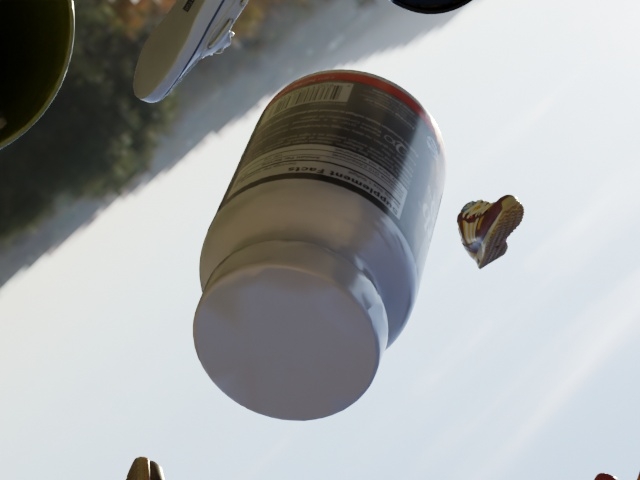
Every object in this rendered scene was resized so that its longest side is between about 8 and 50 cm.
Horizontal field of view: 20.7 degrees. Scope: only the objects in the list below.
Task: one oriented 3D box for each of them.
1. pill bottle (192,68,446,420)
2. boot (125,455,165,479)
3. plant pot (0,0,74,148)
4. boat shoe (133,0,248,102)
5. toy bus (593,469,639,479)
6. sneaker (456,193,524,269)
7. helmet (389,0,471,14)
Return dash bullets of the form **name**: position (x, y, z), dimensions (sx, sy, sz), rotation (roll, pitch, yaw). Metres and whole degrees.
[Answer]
- **pill bottle**: position (0.000, 0.000, 1.695), dimensions (0.210, 0.210, 0.363), rotation (-37, -162, 29)
- **boot**: position (-0.137, 0.381, 2.140), dimensions (0.248, 0.207, 0.090), rotation (-102, -148, -41)
- **plant pot**: position (-0.405, -0.205, 1.768), dimensions (0.275, 0.275, 0.293), rotation (-46, -169, -11)
- **boat shoe**: position (-0.162, -0.301, 2.440), dimensions (0.267, 0.088, 0.096), rotation (-60, -142, 7)
- **toy bus**: position (0.398, 0.267, 1.850), dimensions (0.191, 0.202, 0.104), rotation (-40, -139, 4)
- **sneaker**: position (0.234, -0.029, 2.510), dimensions (0.069, 0.084, 0.185), rotation (-30, 161, -22)
- **helmet**: position (0.097, -0.310, 1.718), dimensions (0.169, 0.169, 0.161), rotation (-42, 167, 5)
